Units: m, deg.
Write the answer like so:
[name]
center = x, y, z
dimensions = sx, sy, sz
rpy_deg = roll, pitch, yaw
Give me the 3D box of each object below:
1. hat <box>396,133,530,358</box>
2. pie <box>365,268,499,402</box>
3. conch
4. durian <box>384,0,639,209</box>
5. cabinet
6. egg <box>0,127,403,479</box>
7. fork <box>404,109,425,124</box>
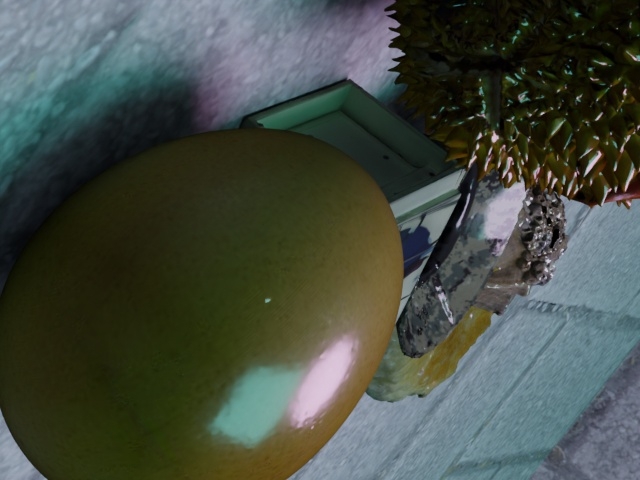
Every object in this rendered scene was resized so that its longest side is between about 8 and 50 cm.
[hat]
center = 0.096, -0.030, 1.571
dimensions = 0.265, 0.128, 0.265
rpy_deg = -50, 157, -29
[pie]
center = 0.143, 0.069, 1.930
dimensions = 0.306, 0.071, 0.306
rpy_deg = -45, 159, -22
[conch]
center = 0.188, -0.020, 1.764
dimensions = 0.245, 0.163, 0.178
rpy_deg = -53, 160, -43
[durian]
center = 0.226, -0.197, 1.278
dimensions = 0.384, 0.347, 0.347
rpy_deg = -37, 159, -4
[cabinet]
center = 0.000, 0.000, 1.397
dimensions = 0.145, 0.150, 0.206
rpy_deg = -25, 148, -47
[egg]
center = -0.081, 0.052, 1.174
dimensions = 0.322, 0.250, 0.250
rpy_deg = -42, 159, -26
[fork]
center = 0.121, -0.140, 1.596
dimensions = 0.115, 0.016, 0.012
rpy_deg = -35, 164, -30
